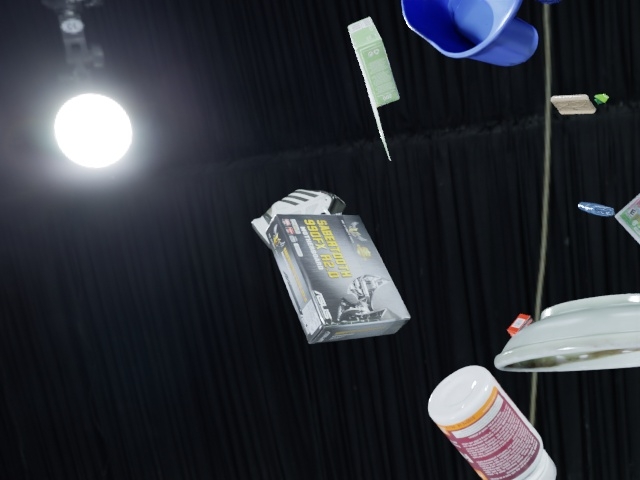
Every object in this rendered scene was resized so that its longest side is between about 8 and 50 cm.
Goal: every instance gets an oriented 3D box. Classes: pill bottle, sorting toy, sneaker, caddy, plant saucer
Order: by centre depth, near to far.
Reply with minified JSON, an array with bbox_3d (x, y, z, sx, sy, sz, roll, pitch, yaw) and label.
[{"bbox_3d":[0.418,-0.220,0.939,0.083,0.012,0.062,7,-8,37],"label":"sorting toy"},{"bbox_3d":[0.509,0.165,1.040,0.400,0.100,0.400,-3,-18,-1],"label":"plant saucer"},{"bbox_3d":[0.274,-0.464,1.055,0.179,0.241,0.341,4,35,-30],"label":"caddy"},{"bbox_3d":[-0.001,-0.001,1.726,0.257,0.169,0.447,-44,56,3],"label":"sneaker"},{"bbox_3d":[0.528,0.596,1.791,0.224,0.392,0.224,-38,11,8],"label":"pill bottle"}]

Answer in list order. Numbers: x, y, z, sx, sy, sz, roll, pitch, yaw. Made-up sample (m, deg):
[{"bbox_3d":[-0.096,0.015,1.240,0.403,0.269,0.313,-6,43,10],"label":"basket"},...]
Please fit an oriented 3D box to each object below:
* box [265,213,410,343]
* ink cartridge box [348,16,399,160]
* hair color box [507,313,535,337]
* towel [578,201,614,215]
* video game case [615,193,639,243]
[{"bbox_3d":[0.027,0.058,1.008,0.183,0.231,0.056,0,-38,-34],"label":"box"},{"bbox_3d":[0.117,-0.299,1.155,0.056,0.235,0.171,-19,32,9],"label":"ink cartridge box"},{"bbox_3d":[0.627,0.296,1.758,0.072,0.141,0.043,-45,21,-17],"label":"hair color box"},{"bbox_3d":[0.838,-0.095,1.791,0.067,0.029,0.119,8,11,1],"label":"towel"},{"bbox_3d":[0.841,-0.047,1.387,0.193,0.212,0.023,-44,3,7],"label":"video game case"}]
